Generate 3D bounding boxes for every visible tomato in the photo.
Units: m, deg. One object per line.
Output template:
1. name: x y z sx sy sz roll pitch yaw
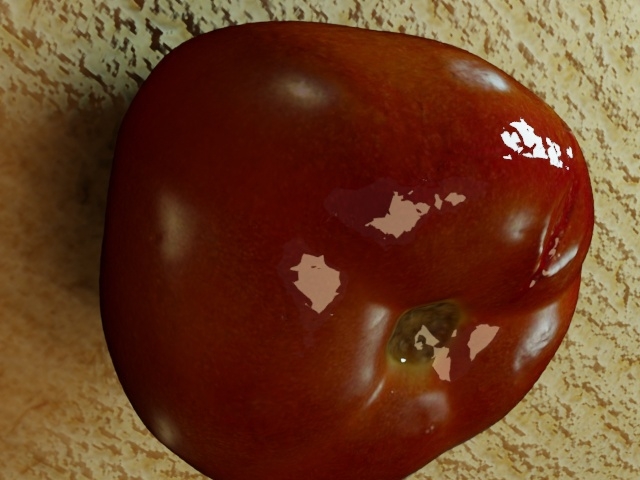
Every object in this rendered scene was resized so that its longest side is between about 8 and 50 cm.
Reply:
1. tomato: 0.000 0.000 1.072 0.298 0.226 0.298 -25 142 -21
